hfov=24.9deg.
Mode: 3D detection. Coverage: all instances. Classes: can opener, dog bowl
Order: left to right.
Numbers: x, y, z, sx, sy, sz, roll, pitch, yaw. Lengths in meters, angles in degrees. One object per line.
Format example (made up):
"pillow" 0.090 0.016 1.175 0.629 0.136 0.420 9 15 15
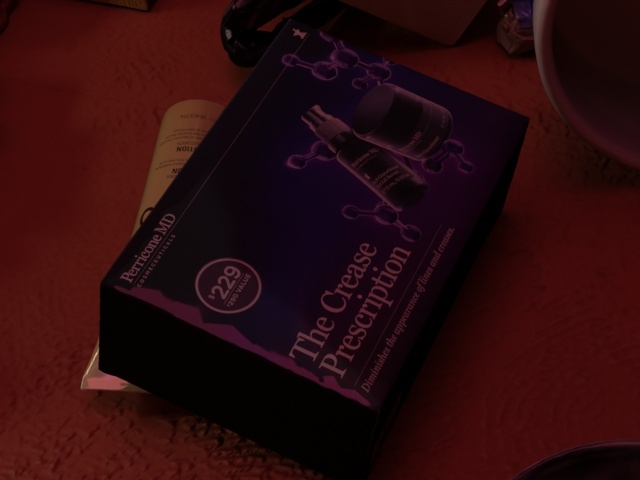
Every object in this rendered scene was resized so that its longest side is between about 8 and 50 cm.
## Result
"can opener" -0.011 -0.195 1.186 0.186 0.073 0.059 -33 89 -38
"dog bowl" 0.272 -0.170 0.966 0.264 0.265 0.104 -4 44 6

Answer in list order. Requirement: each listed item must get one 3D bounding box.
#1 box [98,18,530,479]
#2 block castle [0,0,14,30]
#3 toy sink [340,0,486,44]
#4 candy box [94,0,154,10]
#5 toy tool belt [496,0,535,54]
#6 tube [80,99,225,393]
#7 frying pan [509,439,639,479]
"box" 0.000 0.000 0.933 0.184 0.103 0.261 22 52 11
"block castle" -0.381 -0.187 1.048 0.212 0.303 0.453 5 39 16
"toy sink" 0.026 -0.276 1.140 0.234 0.131 0.153 19 40 -24
"candy box" -0.214 -0.269 1.295 0.186 0.053 0.109 14 50 20
"toy tool belt" 0.176 -0.183 1.144 0.083 0.051 0.052 -23 47 -13
"tube" -0.097 0.006 1.005 0.070 0.062 0.240 -26 41 35
"frying pan" 0.146 0.240 0.737 0.197 0.053 0.326 12 51 20
